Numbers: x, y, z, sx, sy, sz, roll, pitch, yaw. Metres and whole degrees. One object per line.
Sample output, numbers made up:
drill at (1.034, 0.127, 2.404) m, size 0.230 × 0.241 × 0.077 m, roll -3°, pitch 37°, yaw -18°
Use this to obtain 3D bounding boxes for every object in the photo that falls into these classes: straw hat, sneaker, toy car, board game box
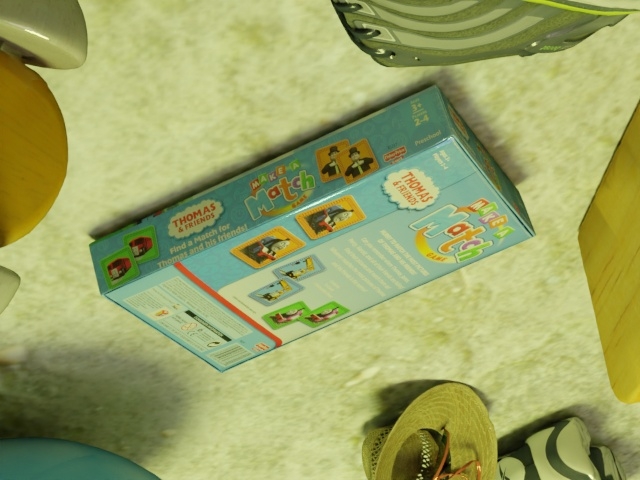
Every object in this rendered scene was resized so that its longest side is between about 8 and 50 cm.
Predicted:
straw hat at (0.064, 0.165, 1.387) m, size 0.061 × 0.145 × 0.144 m, roll 17°, pitch -179°, yaw 42°
sneaker at (0.030, -0.122, 0.771) m, size 0.300 × 0.111 × 0.121 m, roll 7°, pitch 149°, yaw -36°
toy car at (-0.190, -0.055, 0.753) m, size 0.136 × 0.159 × 0.182 m, roll 11°, pitch 170°, yaw 33°
sneaker at (0.180, 0.235, 1.565) m, size 0.153 × 0.094 × 0.235 m, roll -22°, pitch 153°, yaw 13°
board game box at (0.000, 0.000, 1.059) m, size 0.211 × 0.039 × 0.160 m, roll -23°, pitch 153°, yaw 13°

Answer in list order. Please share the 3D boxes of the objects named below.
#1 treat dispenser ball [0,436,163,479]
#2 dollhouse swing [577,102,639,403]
treat dispenser ball at (-0.187, 0.269, 1.188) m, size 0.288 × 0.288 × 0.288 m, roll -14°, pitch 154°, yaw -7°
dollhouse swing at (0.374, 0.052, 1.090) m, size 0.346 × 0.305 × 0.315 m, roll -10°, pitch 153°, yaw -12°
